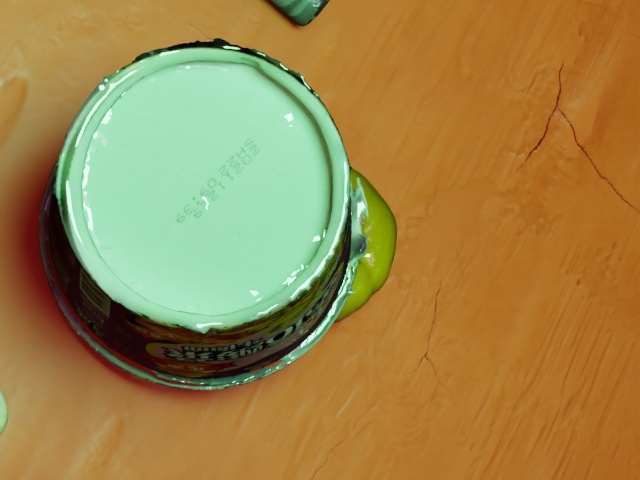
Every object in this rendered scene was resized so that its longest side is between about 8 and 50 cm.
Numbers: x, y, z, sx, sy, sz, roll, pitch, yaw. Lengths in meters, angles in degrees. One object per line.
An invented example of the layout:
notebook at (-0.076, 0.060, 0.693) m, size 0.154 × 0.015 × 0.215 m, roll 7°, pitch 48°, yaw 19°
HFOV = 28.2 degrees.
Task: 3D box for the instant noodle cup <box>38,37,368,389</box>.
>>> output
instant noodle cup at (-0.106, -0.034, 1.191) m, size 0.339 × 0.266 × 0.340 m, roll 1°, pitch 80°, yaw -6°

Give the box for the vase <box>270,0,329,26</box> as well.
vase at (-0.080, -0.324, 1.402) m, size 0.211 × 0.060 × 0.060 m, roll 40°, pitch 69°, yaw -19°

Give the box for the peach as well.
peach at (0.000, 0.000, 1.391) m, size 0.179 × 0.103 × 0.179 m, roll 3°, pitch 84°, yaw -30°

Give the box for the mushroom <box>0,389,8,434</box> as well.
mushroom at (-0.338, 0.166, 1.219) m, size 0.083 × 0.067 × 0.084 m, roll 18°, pitch 60°, yaw -33°
